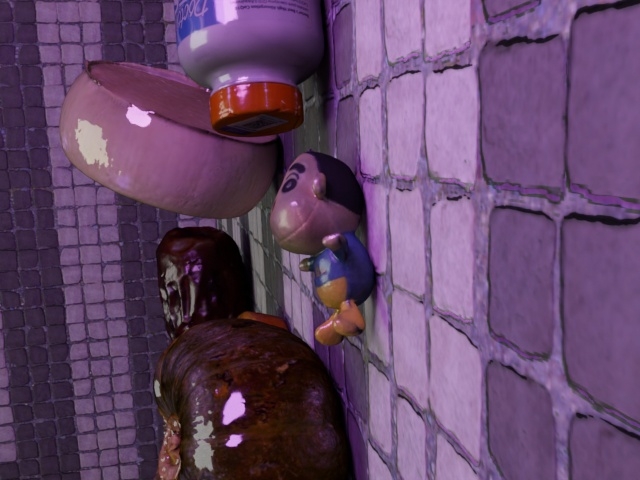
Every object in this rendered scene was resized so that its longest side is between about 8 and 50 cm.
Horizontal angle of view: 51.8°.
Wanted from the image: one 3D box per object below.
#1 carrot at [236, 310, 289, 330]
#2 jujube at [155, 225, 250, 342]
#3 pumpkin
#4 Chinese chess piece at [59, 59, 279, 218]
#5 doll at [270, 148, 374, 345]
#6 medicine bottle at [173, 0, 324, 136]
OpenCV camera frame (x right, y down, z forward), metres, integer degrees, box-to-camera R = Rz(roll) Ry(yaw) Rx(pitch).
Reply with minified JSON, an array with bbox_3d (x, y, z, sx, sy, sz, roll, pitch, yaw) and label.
[{"bbox_3d":[-0.093,0.250,1.135,0.307,0.100,0.258,158,109,-69],"label":"carrot"},{"bbox_3d":[-0.292,0.139,1.665,0.258,0.258,0.376,166,87,-78],"label":"jujube"},{"bbox_3d":[-0.058,0.246,0.763,0.232,0.242,0.324,-16,72,48],"label":"pumpkin"},{"bbox_3d":[-0.230,-0.162,1.034,0.140,0.338,0.338,-66,22,20],"label":"Chinese chess piece"},{"bbox_3d":[0.000,0.000,0.587,0.102,0.089,0.179,138,129,-64],"label":"doll"},{"bbox_3d":[-0.079,-0.261,0.702,0.157,0.157,0.288,149,116,-77],"label":"medicine bottle"}]
